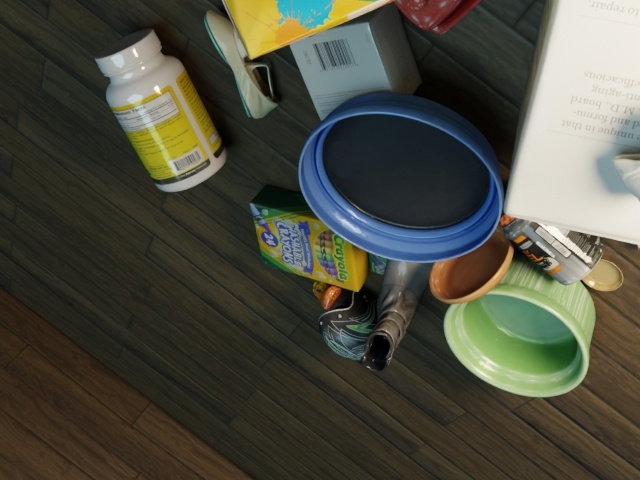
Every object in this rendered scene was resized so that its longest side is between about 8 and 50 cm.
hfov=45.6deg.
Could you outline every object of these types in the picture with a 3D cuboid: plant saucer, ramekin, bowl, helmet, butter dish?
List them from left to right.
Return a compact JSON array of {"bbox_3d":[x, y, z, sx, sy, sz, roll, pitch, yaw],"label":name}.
[{"bbox_3d":[0.083,0.218,1.897,0.169,0.162,0.170,20,138,20],"label":"helmet"},{"bbox_3d":[0.152,-0.112,1.441,0.390,0.077,0.391,14,142,11],"label":"bowl"},{"bbox_3d":[0.176,-0.416,1.249,0.160,0.118,0.160,44,141,-8],"label":"butter dish"},{"bbox_3d":[0.310,0.051,1.544,0.037,0.200,0.199,41,142,-26],"label":"plant saucer"},{"bbox_3d":[0.428,0.173,1.610,0.303,0.148,0.304,20,138,20],"label":"ramekin"},{"bbox_3d":[0.559,0.065,1.512,0.083,0.015,0.083,21,138,20],"label":"plant saucer"}]

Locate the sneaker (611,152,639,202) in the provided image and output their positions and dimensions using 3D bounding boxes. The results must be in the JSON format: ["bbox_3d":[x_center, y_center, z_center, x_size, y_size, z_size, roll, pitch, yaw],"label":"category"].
[{"bbox_3d":[0.418,-0.119,0.831,0.094,0.080,0.212,46,129,-2],"label":"sneaker"}]

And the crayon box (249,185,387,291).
[{"bbox_3d":[0.000,0.000,1.811,0.322,0.083,0.203,14,136,25],"label":"crayon box"}]

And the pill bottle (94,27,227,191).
[{"bbox_3d":[-0.360,-0.292,1.711,0.187,0.188,0.334,-1,127,37],"label":"pill bottle"}]

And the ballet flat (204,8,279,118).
[{"bbox_3d":[-0.154,-0.372,1.580,0.086,0.086,0.249,1,130,36],"label":"ballet flat"}]

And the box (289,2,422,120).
[{"bbox_3d":[0.066,-0.333,1.409,0.180,0.119,0.182,0,129,36],"label":"box"}]

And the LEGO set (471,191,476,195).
[{"bbox_3d":[0.221,-0.115,1.539,0.227,0.087,0.093,-1,131,29],"label":"LEGO set"}]

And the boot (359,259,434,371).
[{"bbox_3d":[0.174,0.137,1.699,0.118,0.223,0.338,16,137,16],"label":"boot"}]

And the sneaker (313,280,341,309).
[{"bbox_3d":[0.009,0.132,1.898,0.067,0.064,0.175,38,172,-1],"label":"sneaker"}]

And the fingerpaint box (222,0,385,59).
[{"bbox_3d":[0.085,-0.396,0.978,0.370,0.445,0.163,-20,104,15],"label":"fingerpaint box"}]

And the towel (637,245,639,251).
[{"bbox_3d":[0.665,-0.092,1.268,0.236,0.037,0.329,13,135,26],"label":"towel"}]

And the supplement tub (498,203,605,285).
[{"bbox_3d":[0.433,-0.013,1.451,0.190,0.117,0.117,39,141,-2],"label":"supplement tub"}]

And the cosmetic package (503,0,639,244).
[{"bbox_3d":[0.446,-0.242,0.985,0.327,0.329,0.394,12,129,11],"label":"cosmetic package"}]
